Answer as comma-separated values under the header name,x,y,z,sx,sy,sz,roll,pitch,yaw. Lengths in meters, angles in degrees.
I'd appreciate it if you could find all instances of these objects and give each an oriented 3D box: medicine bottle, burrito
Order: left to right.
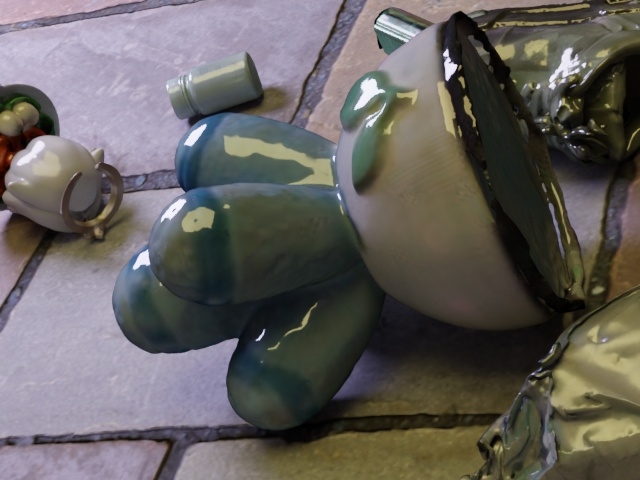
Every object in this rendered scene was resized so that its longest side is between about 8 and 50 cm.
name,x,y,z,sx,sy,sz,roll,pitch,yaw
medicine bottle,-0.100,-0.146,1.636,0.083,0.047,0.047,-17,35,10
burrito,0.279,0.065,1.080,0.445,0.101,0.139,-20,51,6

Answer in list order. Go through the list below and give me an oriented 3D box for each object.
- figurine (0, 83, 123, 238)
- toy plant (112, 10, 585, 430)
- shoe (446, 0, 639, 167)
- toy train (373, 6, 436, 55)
name,x,y,z,sx,sy,sz,roll,pitch,yaw
figurine,-0.248,-0.061,1.559,0.153,0.132,0.132,29,59,36
toy plant,0.000,0.000,1.254,0.332,0.247,0.247,-21,34,16
shoe,0.181,-0.113,1.368,0.293,0.109,0.149,-13,32,10
toy train,0.102,-0.158,1.511,0.038,0.071,0.148,-35,36,-18
